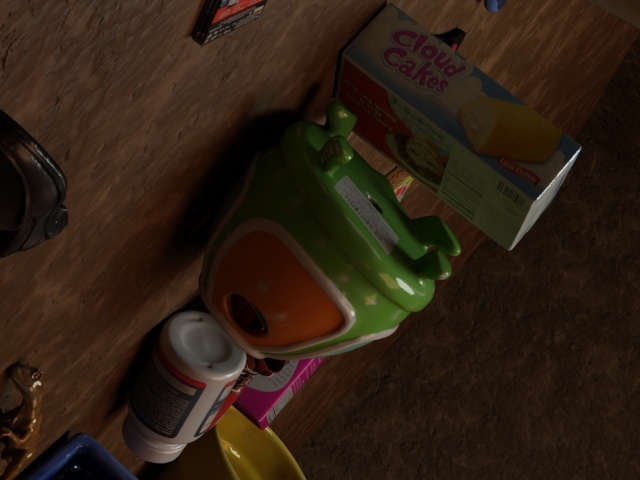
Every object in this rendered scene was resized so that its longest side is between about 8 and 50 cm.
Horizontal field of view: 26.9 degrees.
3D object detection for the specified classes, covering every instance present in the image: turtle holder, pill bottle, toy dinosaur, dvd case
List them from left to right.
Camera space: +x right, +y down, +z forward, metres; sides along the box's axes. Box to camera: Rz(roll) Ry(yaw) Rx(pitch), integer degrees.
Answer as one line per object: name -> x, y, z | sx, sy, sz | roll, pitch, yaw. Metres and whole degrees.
toy dinosaur -> -0.292, 0.198, 1.291 | 0.112, 0.064, 0.211 | -45, 168, -37
pill bottle -> -0.171, 0.181, 1.609 | 0.108, 0.108, 0.180 | -36, 162, -54
dvd case -> -0.053, -0.213, 1.052 | 0.087, 0.013, 0.119 | -38, 164, -50
turtle holder -> -0.011, -0.008, 1.436 | 0.227, 0.243, 0.320 | -39, -148, 14

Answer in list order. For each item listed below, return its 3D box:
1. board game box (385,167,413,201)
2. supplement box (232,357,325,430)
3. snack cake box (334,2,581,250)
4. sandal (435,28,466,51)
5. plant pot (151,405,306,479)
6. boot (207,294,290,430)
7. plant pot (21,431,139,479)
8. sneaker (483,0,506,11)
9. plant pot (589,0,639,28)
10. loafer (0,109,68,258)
board game box -> 0.062, -0.005, 2.155 | 0.124, 0.039, 0.259 | -39, 167, -44
supplement box -> -0.059, 0.160, 1.988 | 0.220, 0.111, 0.114 | -48, 169, -12
snack cake box -> 0.143, -0.122, 1.476 | 0.089, 0.264, 0.152 | -48, 169, -17
sandal -> 0.159, -0.237, 1.758 | 0.179, 0.040, 0.067 | -35, 161, -55
plant pot -> -0.172, 0.422, 2.108 | 0.239, 0.254, 0.254 | -37, 172, 13
boot -> -0.107, 0.163, 1.664 | 0.244, 0.088, 0.176 | -60, -158, 13
plant pot -> -0.292, 0.401, 1.546 | 0.236, 0.236, 0.212 | -44, 174, -35
sneaker -> 0.265, -0.353, 1.764 | 0.053, 0.059, 0.144 | -41, 166, -51
plant pot -> 0.291, -0.347, 1.238 | 0.334, 0.305, 0.334 | -49, 168, -13
loafer -> -0.208, -0.030, 0.897 | 0.061, 0.062, 0.170 | -42, 166, -19
